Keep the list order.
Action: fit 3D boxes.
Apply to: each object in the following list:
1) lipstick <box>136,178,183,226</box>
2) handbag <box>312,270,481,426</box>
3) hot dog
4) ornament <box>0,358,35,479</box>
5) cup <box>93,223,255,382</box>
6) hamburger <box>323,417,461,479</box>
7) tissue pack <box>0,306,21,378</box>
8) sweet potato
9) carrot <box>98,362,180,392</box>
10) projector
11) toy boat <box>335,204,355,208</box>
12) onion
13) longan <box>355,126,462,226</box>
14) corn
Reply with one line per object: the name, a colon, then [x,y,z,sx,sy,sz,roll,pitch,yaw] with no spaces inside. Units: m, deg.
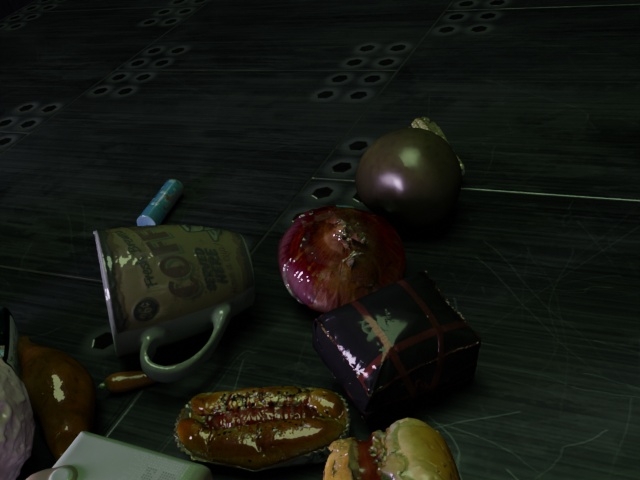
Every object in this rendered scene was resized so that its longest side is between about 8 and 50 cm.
lipstick: [-0.359,-0.080,1.821,0.048,0.048,0.158,0,36,19]
handbag: [0.116,0.162,1.213,0.215,0.155,0.169,-22,49,-15]
hot dog: [-0.086,0.275,1.188,0.268,0.075,0.144,-4,32,10]
ornament: [-0.541,0.276,1.184,0.225,0.259,0.259,-16,32,-25]
cup: [-0.240,0.099,1.392,0.257,0.227,0.301,-11,52,-14]
hamburger: [0.096,0.328,0.916,0.163,0.244,0.244,-13,34,-2]
tissue pack: [-0.578,0.211,1.428,0.090,0.103,0.170,-14,34,-13]
sweet potato: [-0.426,0.246,1.318,0.112,0.112,0.359,-29,39,-22]
carrot: [-0.303,0.232,1.365,0.142,0.035,0.035,-11,33,-10]
projector: [-0.269,0.366,1.041,0.242,0.163,0.177,6,37,23]
toy boat: [0.000,0.000,1.556,0.185,0.075,0.077,-32,30,-21]
onion: [0.035,0.017,1.419,0.230,0.163,0.230,-3,55,5]
longan: [0.177,-0.123,1.573,0.196,0.197,0.220,-33,32,-26]
corn: [0.243,-0.188,1.749,0.087,0.087,0.211,-15,39,-2]
